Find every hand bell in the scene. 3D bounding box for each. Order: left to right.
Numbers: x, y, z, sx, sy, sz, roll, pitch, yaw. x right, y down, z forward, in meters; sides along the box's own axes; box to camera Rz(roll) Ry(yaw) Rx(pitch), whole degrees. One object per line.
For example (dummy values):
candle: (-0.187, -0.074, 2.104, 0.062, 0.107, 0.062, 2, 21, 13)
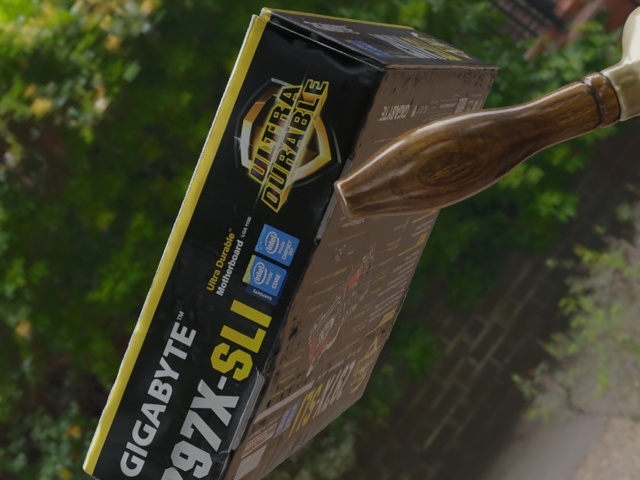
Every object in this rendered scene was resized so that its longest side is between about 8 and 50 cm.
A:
hand bell: (0.121, -0.062, 0.649, 0.242, 0.126, 0.126, -22, -4, -9)

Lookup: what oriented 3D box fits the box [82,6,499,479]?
box: (0.000, 0.000, 0.833, 0.257, 0.079, 0.322, -67, -13, 14)
